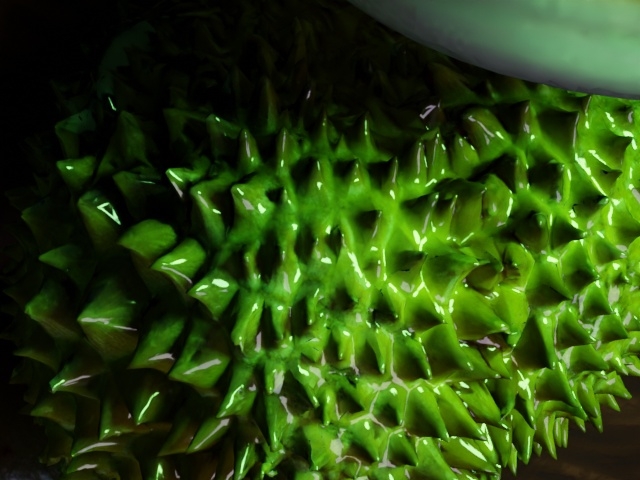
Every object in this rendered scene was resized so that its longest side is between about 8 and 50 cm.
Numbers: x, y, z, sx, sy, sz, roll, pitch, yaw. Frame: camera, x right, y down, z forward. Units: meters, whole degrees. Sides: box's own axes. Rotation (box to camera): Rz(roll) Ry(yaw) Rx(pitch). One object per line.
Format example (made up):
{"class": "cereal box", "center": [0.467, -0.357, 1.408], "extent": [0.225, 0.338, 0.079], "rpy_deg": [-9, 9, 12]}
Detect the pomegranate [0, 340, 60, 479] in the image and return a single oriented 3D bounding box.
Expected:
{"class": "pomegranate", "center": [-0.146, 0.139, 0.752], "extent": [0.180, 0.180, 0.209], "rpy_deg": [-28, 179, -31]}

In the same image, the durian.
{"class": "durian", "center": [-0.003, -0.003, 0.624], "extent": [0.291, 0.291, 0.224], "rpy_deg": [-45, 111, 2]}

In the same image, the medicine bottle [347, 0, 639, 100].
{"class": "medicine bottle", "center": [0.107, -0.240, 0.410], "extent": [0.211, 0.211, 0.371], "rpy_deg": [-24, 139, -36]}
